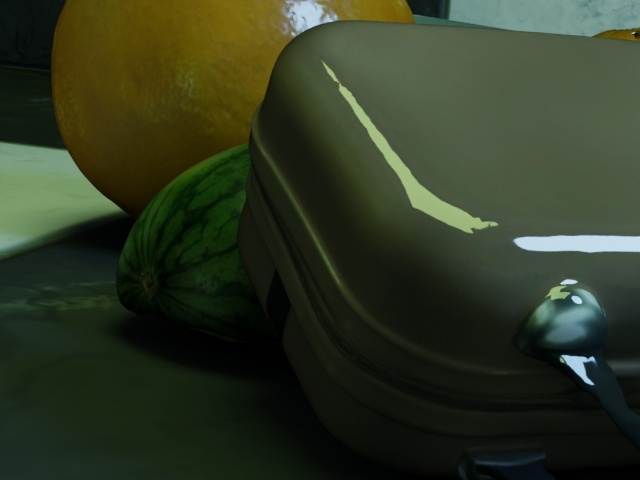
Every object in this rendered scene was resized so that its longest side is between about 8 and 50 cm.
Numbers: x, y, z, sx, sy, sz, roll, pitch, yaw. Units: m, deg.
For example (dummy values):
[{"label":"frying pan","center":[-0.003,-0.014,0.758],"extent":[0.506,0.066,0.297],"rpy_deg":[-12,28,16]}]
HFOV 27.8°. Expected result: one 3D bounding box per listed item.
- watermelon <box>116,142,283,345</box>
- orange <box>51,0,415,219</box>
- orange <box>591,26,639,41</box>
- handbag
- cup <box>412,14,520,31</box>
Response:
[{"label":"watermelon","center":[-0.006,0.000,0.803],"extent":[0.232,0.127,0.204],"rpy_deg":[4,11,-24]},{"label":"orange","center":[-0.071,-0.143,1.089],"extent":[0.312,0.312,0.312],"rpy_deg":[5,10,-1]},{"label":"orange","center":[0.285,-0.077,1.099],"extent":[0.240,0.240,0.240],"rpy_deg":[5,10,-1]},{"label":"handbag","center":[0.128,0.020,0.618],"extent":[0.301,0.149,0.283],"rpy_deg":[1,37,-23]},{"label":"cup","center":[0.175,-0.134,1.429],"extent":[0.205,0.205,0.312],"rpy_deg":[-1,14,-31]}]
